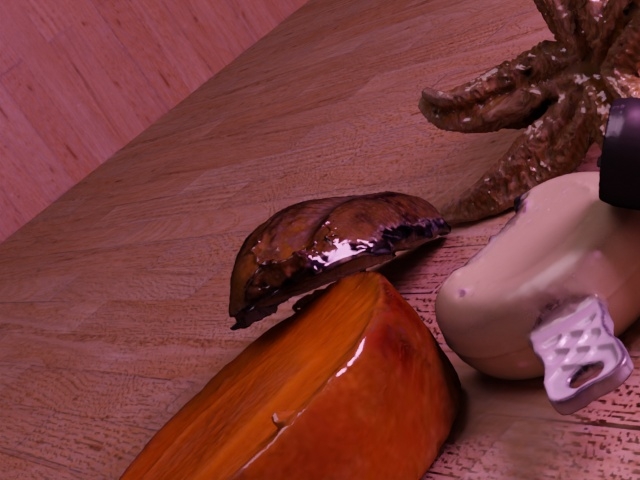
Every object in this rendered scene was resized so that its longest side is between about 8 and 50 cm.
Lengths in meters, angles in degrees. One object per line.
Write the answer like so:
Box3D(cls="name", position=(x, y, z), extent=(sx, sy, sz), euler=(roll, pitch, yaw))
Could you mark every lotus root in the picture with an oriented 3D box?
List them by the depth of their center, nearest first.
Box3D(cls="lotus root", position=(0.000, 0.000, 1.131), extent=(0.167, 0.078, 0.329), euler=(-28, -4, 12))

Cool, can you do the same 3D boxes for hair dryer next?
Box3D(cls="hair dryer", position=(0.252, -0.063, 0.949), extent=(0.128, 0.070, 0.255), euler=(9, 14, 13))

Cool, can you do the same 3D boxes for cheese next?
Box3D(cls="cheese", position=(0.162, 0.028, 0.898), extent=(0.163, 0.071, 0.249), euler=(-37, 15, -8))

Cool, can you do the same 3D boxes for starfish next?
Box3D(cls="starfish", position=(0.197, -0.132, 1.144), extent=(0.327, 0.094, 0.375), euler=(59, 135, 46))

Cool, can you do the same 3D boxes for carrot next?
Box3D(cls="carrot", position=(-0.052, 0.149, 0.938), extent=(0.307, 0.100, 0.258), euler=(-38, 10, -8))
